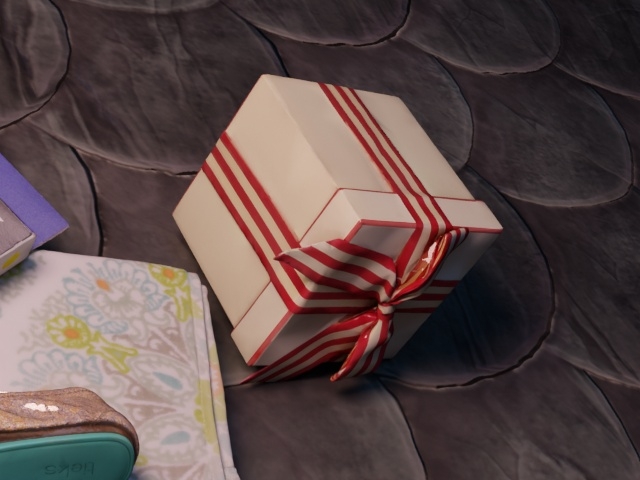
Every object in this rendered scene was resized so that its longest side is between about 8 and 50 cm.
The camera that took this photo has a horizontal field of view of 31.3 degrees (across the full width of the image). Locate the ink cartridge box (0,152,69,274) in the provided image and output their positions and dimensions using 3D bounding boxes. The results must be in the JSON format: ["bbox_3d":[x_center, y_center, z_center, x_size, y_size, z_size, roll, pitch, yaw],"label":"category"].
[{"bbox_3d":[-0.414,-0.070,1.037,0.303,0.072,0.307,46,41,0],"label":"ink cartridge box"}]

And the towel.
[{"bbox_3d":[-0.263,0.145,1.065,0.375,0.090,0.320,8,42,-24],"label":"towel"}]

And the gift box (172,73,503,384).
[{"bbox_3d":[0.000,0.000,1.244,0.276,0.255,0.258,-3,48,-41],"label":"gift box"}]

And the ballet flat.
[{"bbox_3d":[-0.302,0.160,0.893,0.316,0.107,0.106,6,24,-32],"label":"ballet flat"}]
